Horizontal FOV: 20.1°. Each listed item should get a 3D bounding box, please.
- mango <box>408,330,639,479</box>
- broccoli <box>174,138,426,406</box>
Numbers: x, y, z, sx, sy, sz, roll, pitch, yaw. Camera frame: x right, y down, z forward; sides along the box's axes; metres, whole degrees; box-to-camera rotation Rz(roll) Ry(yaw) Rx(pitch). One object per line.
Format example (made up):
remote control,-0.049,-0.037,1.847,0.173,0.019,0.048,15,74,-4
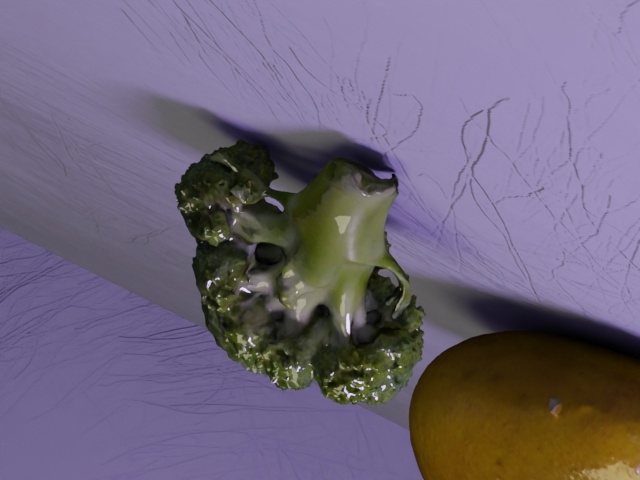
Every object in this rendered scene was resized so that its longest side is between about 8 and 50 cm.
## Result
mango,0.262,0.209,1.902,0.301,0.220,0.445,34,160,-11
broccoli,-0.010,-0.003,1.691,0.254,0.186,0.302,24,128,28
